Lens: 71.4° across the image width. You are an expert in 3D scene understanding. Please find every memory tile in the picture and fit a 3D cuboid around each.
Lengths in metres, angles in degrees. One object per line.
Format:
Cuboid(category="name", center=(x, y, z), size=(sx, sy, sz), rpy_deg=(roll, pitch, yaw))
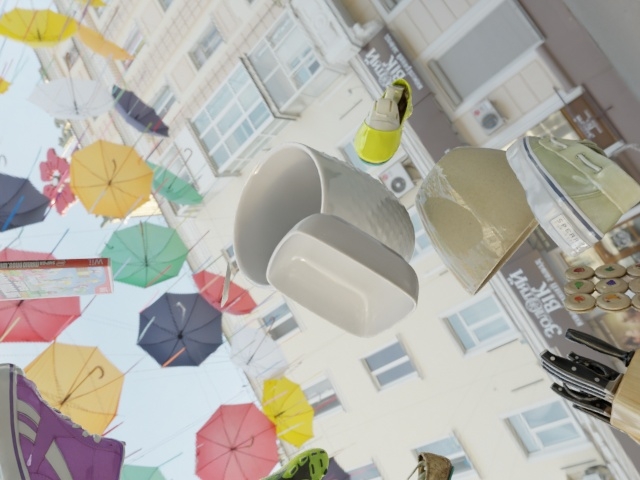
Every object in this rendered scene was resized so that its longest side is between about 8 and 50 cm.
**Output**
Cuboid(category="memory tile", center=(0.394, 0.057, 0.569), size=(0.113, 0.147, 0.012), rpy_deg=(-44, -60, -50))

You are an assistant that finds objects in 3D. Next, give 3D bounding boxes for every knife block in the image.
Cuboid(category="knife block", center=(0.447, 0.208, 0.586), size=(0.242, 0.276, 0.088), rpy_deg=(39, -107, 1))

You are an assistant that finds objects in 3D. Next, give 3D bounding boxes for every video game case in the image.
Cuboid(category="video game case", center=(-0.605, 0.086, 0.960), size=(0.284, 0.204, 0.025), rpy_deg=(-1, -112, -24))

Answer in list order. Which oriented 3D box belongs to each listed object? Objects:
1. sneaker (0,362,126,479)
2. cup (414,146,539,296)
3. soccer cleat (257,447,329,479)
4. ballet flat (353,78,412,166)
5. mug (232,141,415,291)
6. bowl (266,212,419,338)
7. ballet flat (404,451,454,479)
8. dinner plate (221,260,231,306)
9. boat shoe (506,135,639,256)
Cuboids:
Cuboid(category="sneaker", center=(-0.367, 0.280, 0.617), size=(0.160, 0.102, 0.282), rpy_deg=(6, -149, -46))
Cuboid(category="cup", center=(0.356, -0.076, 0.999), size=(0.237, 0.331, 0.331), rpy_deg=(42, -153, 21))
Cuboid(category="soccer cleat", center=(-0.098, 0.614, 1.141), size=(0.289, 0.121, 0.094), rpy_deg=(-15, -93, -44))
Cuboid(category="ballet flat", center=(0.111, -0.212, 0.752), size=(0.077, 0.077, 0.231), rpy_deg=(15, -138, 14))
Cuboid(category="mug", center=(0.000, 0.000, 0.946), size=(0.327, 0.374, 0.277), rpy_deg=(14, -122, -41))
Cuboid(category="bowl", center=(0.022, 0.033, 0.455), size=(0.142, 0.142, 0.053), rpy_deg=(30, -123, -4))
Cuboid(category="ballet flat", center=(0.144, 0.419, 0.681), size=(0.067, 0.073, 0.206), rpy_deg=(24, -136, 15))
Cuboid(category="dinner plate", center=(-0.275, 0.127, 1.309), size=(0.017, 0.141, 0.141), rpy_deg=(8, -133, -12))
Cuboid(category="boat shoe", center=(0.311, -0.078, 0.558), size=(0.109, 0.094, 0.302), rpy_deg=(46, -152, -11))
